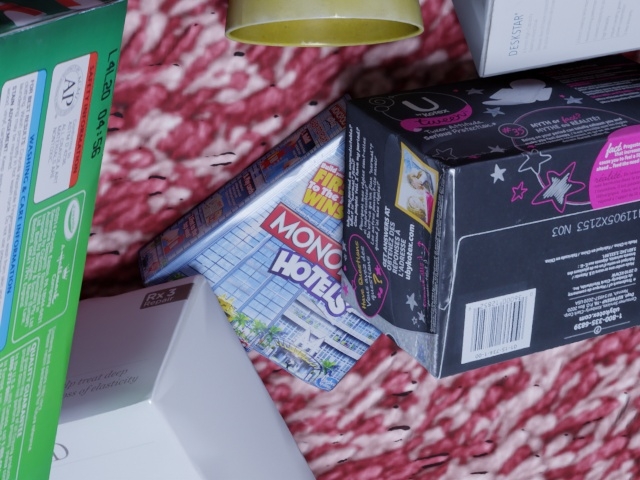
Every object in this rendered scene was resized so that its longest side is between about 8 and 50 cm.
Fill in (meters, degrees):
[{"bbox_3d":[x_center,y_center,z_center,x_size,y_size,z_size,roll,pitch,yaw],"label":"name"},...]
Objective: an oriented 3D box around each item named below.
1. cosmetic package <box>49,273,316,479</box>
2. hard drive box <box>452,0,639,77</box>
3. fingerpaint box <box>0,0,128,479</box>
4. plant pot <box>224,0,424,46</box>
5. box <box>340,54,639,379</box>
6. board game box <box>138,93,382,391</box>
[{"bbox_3d":[-0.113,0.232,1.187,0.217,0.156,0.385,-17,120,21],"label":"cosmetic package"},{"bbox_3d":[0.213,-0.216,1.066,0.232,0.089,0.181,-11,147,-8],"label":"hard drive box"},{"bbox_3d":[-0.343,0.021,0.970,0.371,0.163,0.445,19,112,17],"label":"fingerpaint box"},{"bbox_3d":[0.001,-0.186,1.069,0.134,0.134,0.095,-2,89,-11],"label":"plant pot"},{"bbox_3d":[0.152,-0.023,1.125,0.247,0.142,0.163,-12,119,-26],"label":"box"},{"bbox_3d":[0.000,0.000,1.184,0.194,0.060,0.194,35,105,-24],"label":"board game box"}]
